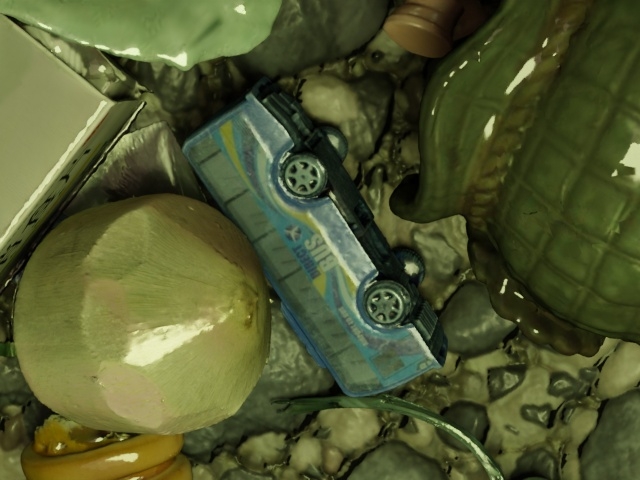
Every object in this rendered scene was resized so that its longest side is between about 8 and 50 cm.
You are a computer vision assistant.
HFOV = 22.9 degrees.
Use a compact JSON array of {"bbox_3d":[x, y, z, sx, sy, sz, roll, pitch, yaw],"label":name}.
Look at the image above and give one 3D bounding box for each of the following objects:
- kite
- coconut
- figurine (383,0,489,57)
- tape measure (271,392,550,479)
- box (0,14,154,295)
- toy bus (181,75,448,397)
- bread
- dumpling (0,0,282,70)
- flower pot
[{"bbox_3d":[-0.219,0.038,1.151,0.310,0.015,0.169,-19,101,3],"label":"kite"},{"bbox_3d":[-0.107,0.053,1.057,0.183,0.171,0.171,-3,104,39],"label":"coconut"},{"bbox_3d":[0.055,-0.259,1.036,0.133,0.200,0.276,-25,107,-41],"label":"figurine"},{"bbox_3d":[0.104,0.221,1.154,0.330,0.084,0.164,21,96,-6],"label":"tape measure"},{"bbox_3d":[-0.266,-0.019,1.044,0.145,0.173,0.333,38,94,-4],"label":"box"},{"bbox_3d":[-0.001,0.000,1.118,0.094,0.079,0.236,-29,100,21],"label":"toy bus"},{"bbox_3d":[-0.146,0.198,1.150,0.119,0.084,0.177,-12,105,3],"label":"bread"},{"bbox_3d":[-0.152,-0.266,0.967,0.270,0.320,0.212,14,109,-24],"label":"dumpling"},{"bbox_3d":[0.191,-0.077,1.004,0.213,0.302,0.302,30,100,9],"label":"flower pot"}]
